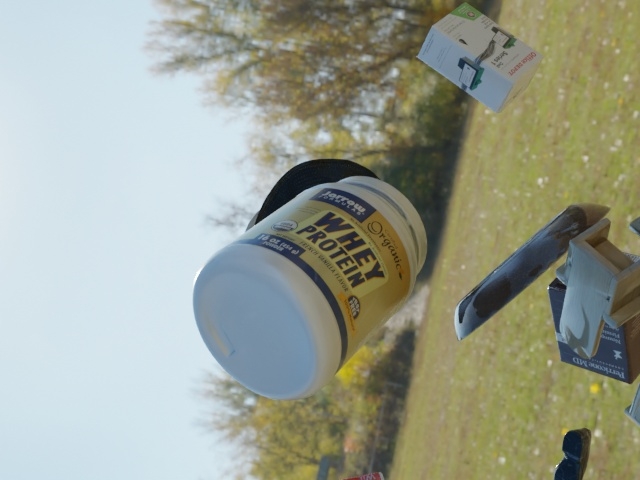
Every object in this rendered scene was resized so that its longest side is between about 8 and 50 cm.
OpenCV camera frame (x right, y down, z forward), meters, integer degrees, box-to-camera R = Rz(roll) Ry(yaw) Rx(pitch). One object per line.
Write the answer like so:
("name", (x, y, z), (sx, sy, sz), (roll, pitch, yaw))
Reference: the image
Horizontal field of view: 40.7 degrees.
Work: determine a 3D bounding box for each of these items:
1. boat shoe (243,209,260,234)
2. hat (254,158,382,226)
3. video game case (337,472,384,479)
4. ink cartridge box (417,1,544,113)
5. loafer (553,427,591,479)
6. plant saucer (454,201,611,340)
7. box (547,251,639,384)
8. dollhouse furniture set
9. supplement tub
("boat shoe", (-0.077, -0.048, 1.861), (0.258, 0.095, 0.084), (-38, -1, -35))
("hat", (0.000, 0.000, 1.618), (0.134, 0.331, 0.331), (19, -97, -74))
("video game case", (-0.026, 0.512, 1.510), (0.025, 0.285, 0.204), (-114, 17, -60))
("ink cartridge box", (0.348, -0.396, 1.865), (0.160, 0.219, 0.092), (-43, -15, -40))
("loafer", (0.543, 0.477, 1.832), (0.061, 0.062, 0.170), (-8, -64, -40))
("plant saucer", (0.317, 0.039, 1.345), (0.310, 0.050, 0.310), (-41, -7, -7))
("box", (0.588, 0.146, 1.755), (0.167, 0.168, 0.203), (-39, -54, -31))
("dollhouse furniture set", (0.451, 0.055, 0.800), (0.355, 0.303, 0.174), (-31, -36, -16))
("supplement tub", (-0.003, 0.054, 1.223), (0.316, 0.228, 0.228), (-39, -35, -47))
